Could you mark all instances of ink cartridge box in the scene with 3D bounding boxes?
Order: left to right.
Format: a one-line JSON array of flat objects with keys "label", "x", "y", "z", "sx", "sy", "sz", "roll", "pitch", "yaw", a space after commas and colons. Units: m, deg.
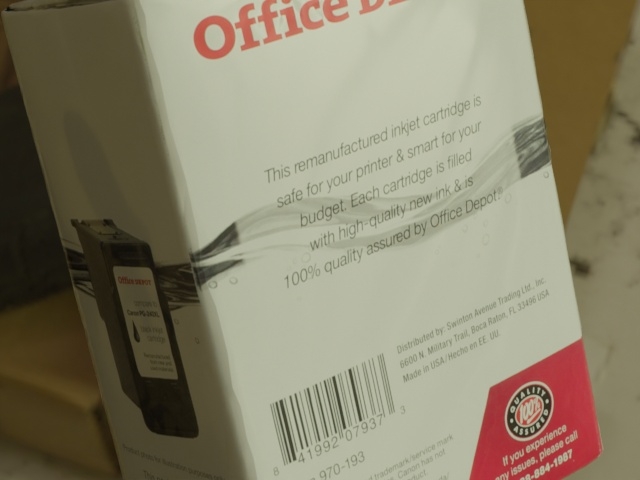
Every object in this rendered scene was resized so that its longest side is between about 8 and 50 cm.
[{"label": "ink cartridge box", "x": 0.000, "y": 0.000, "z": 0.391, "sx": 0.109, "sy": 0.063, "sz": 0.150, "roll": -22, "pitch": 106, "yaw": -34}]
